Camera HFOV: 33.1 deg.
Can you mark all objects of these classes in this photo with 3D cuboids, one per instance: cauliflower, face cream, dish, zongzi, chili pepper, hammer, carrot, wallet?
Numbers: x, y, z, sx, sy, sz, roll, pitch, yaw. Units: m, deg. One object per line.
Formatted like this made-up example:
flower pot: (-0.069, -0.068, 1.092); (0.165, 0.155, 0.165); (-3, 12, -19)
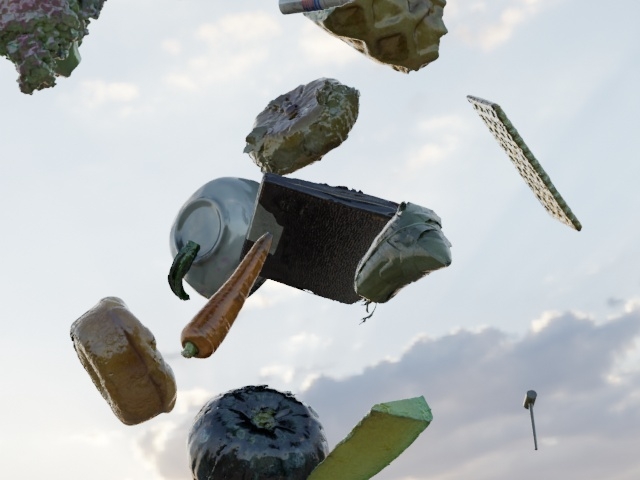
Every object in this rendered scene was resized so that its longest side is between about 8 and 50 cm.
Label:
cauliflower: (-0.474, -0.358, 1.838); (0.256, 0.239, 0.315); (-50, -29, -14)
face cream: (-0.006, -0.391, 1.756); (0.130, 0.034, 0.034); (-1, -15, 29)
dish: (-0.197, -0.007, 2.080); (0.256, 0.256, 0.117); (-23, -25, 31)
zongzi: (0.075, 0.046, 1.105); (0.062, 0.130, 0.154); (28, -69, -23)
chili pepper: (-0.256, 0.058, 2.004); (0.055, 0.118, 0.035); (4, 9, -35)
hammer: (0.361, 0.309, 1.839); (0.019, 0.110, 0.035); (4, -44, 1)
carrot: (-0.139, 0.087, 1.662); (0.061, 0.256, 0.061); (24, -33, 16)
wallet: (0.000, 0.000, 1.922); (0.262, 0.071, 0.221); (15, -50, -4)

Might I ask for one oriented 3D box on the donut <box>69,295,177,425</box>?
donut: (-0.447, 0.277, 2.446); (0.150, 0.317, 0.299); (-32, 28, -18)

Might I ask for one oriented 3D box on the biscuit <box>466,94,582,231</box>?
biscuit: (0.294, -0.113, 1.556); (0.016, 0.231, 0.139); (-38, 16, 1)

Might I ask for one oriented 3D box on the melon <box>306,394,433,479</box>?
melon: (0.043, 0.309, 1.522); (0.262, 0.053, 0.114); (-41, -40, 8)

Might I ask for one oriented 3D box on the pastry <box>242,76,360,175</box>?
pastry: (-0.044, -0.245, 2.237); (0.236, 0.257, 0.121); (1, -44, 48)

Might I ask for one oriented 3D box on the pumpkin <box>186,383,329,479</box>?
pumpkin: (-0.100, 0.333, 1.720); (0.233, 0.233, 0.163); (0, -58, -21)

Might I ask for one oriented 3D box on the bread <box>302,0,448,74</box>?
bread: (0.110, -0.481, 2.219); (0.252, 0.238, 0.196); (21, -76, -33)
